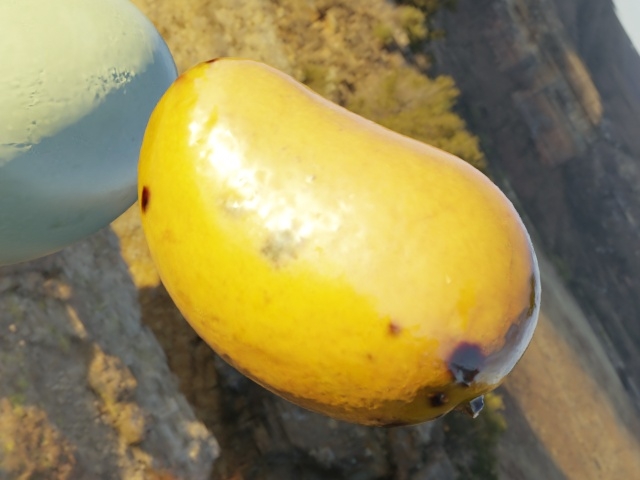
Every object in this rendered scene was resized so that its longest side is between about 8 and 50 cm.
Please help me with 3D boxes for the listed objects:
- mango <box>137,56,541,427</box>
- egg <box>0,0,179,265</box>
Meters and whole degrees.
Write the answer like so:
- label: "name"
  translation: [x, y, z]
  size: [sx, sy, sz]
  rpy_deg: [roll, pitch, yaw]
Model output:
- label: "mango"
  translation: [-0.001, 0.003, 0.439]
  size: [0.178, 0.115, 0.090]
  rpy_deg: [29, -6, 12]
- label: "egg"
  translation: [-0.226, -0.082, 0.689]
  size: [0.203, 0.282, 0.203]
  rpy_deg: [172, -90, -73]
